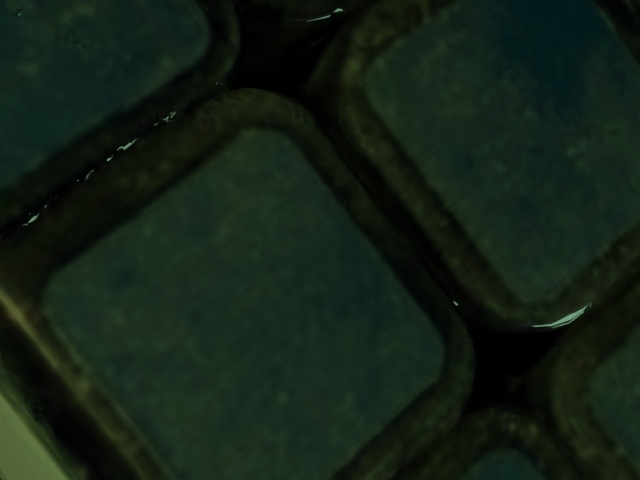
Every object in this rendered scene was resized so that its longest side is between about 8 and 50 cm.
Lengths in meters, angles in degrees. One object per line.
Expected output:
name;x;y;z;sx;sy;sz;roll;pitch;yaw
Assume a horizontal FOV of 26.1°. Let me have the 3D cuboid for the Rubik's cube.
Rubik's cube;0.000;0.000;0.486;0.305;0.301;0.304;-37;-177;-24
